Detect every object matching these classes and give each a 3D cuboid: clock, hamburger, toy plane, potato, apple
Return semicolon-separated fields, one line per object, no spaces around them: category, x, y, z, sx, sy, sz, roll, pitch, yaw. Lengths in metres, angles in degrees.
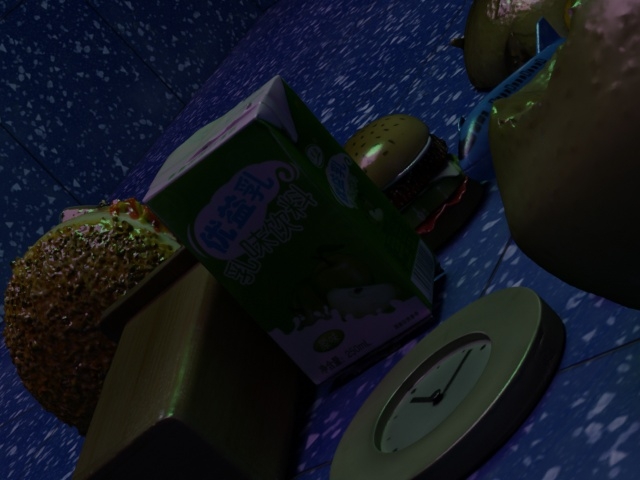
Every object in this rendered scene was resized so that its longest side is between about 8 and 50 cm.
clock;0.100;0.132;1.181;0.235;0.029;0.235;-42;13;12
hamburger;-0.236;0.093;1.715;0.294;0.276;0.179;-45;2;14
toy plane;0.212;-0.135;1.473;0.254;0.105;0.271;-29;21;47
hamburger;0.081;-0.060;1.557;0.175;0.137;0.175;-37;17;13
potato;0.256;-0.304;1.847;0.239;0.116;0.299;-49;13;-2
apple;0.249;-0.082;0.943;0.279;0.279;0.279;-40;14;13

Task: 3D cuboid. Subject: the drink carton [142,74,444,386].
drink carton;-0.022;-0.004;1.397;0.161;0.271;0.108;-34;17;26

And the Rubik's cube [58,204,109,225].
Rubik's cube;-0.297;0.037;2.159;0.254;0.254;0.254;-40;14;13

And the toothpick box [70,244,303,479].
toothpick box;-0.119;0.161;1.406;0.187;0.190;0.308;-37;20;22

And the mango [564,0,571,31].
mango;0.336;-0.285;1.661;0.101;0.066;0.187;-26;15;47
